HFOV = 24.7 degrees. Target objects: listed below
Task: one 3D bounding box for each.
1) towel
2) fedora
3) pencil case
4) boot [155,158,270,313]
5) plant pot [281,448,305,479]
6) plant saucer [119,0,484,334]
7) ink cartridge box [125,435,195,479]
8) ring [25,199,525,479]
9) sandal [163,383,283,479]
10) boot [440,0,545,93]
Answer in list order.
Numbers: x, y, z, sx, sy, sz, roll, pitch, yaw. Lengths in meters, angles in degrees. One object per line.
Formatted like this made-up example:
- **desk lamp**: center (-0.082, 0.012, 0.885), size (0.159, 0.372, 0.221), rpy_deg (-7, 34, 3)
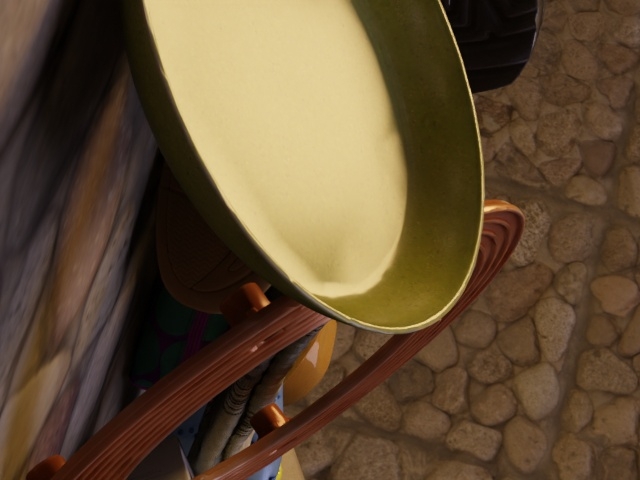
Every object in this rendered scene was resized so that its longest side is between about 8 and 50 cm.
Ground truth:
- **towel**: center (0.000, 0.000, 1.053), size (0.324, 0.056, 0.312), rpy_deg (121, -10, -56)
- **fedora**: center (-0.044, 0.110, 1.501), size (0.194, 0.079, 0.194), rpy_deg (-31, -140, 31)
- **pencil case**: center (-0.083, 0.035, 1.009), size (0.070, 0.064, 0.151), rpy_deg (-144, -110, -72)
- **boot**: center (-0.036, -0.078, 0.937), size (0.203, 0.095, 0.262), rpy_deg (102, 0, -85)
- **plant pot**: center (-0.096, 0.374, 1.728), size (0.256, 0.256, 0.274), rpy_deg (-62, 154, -83)
- **plant saucer**: center (-0.008, -0.072, 0.621), size (0.037, 0.241, 0.241), rpy_deg (-19, -146, 31)
- **ink cartridge box**: center (-0.095, 0.221, 0.979), size (0.180, 0.060, 0.104), rpy_deg (-125, -165, -68)
- **ring**: center (-0.030, 0.078, 0.807), size (0.336, 0.032, 0.336), rpy_deg (-34, 166, -10)
- **sandal**: center (-0.080, 0.119, 1.332), size (0.138, 0.126, 0.317), rpy_deg (97, 1, -65)
- **boot**: center (0.105, -0.353, 0.883), size (0.445, 0.146, 0.367), rpy_deg (-67, 162, -48)
